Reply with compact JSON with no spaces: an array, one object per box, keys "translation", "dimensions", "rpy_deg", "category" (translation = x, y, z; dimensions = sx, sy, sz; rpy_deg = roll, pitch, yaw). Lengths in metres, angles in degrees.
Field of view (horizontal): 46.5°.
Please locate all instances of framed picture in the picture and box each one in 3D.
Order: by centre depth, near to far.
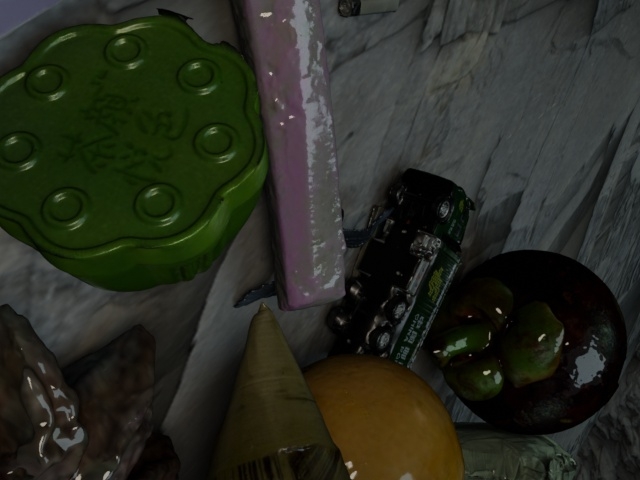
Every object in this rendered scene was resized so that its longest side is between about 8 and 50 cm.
[{"translation":[0.075,0.030,0.963],"dimensions":[0.109,0.011,0.149],"rpy_deg":[5,104,-57],"category":"framed picture"}]

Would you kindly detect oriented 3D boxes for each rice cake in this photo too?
[{"translation":[-0.022,-0.092,0.649],"dimensions":[0.073,0.056,0.364],"rpy_deg":[-15,119,-17],"category":"rice cake"}]

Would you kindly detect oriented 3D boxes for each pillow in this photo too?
[{"translation":[0.260,0.366,1.201],"dimensions":[0.310,0.284,0.138],"rpy_deg":[15,71,-58],"category":"pillow"}]

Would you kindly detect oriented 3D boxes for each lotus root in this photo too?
[{"translation":[-0.120,-0.033,0.515],"dimensions":[0.186,0.186,0.186],"rpy_deg":[-34,135,-42],"category":"lotus root"}]

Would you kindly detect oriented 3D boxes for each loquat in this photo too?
[{"translation":[0.017,0.238,0.773],"dimensions":[0.263,0.263,0.263],"rpy_deg":[-34,135,-42],"category":"loquat"}]

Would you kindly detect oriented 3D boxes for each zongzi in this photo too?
[{"translation":[-0.092,0.239,0.602],"dimensions":[0.274,0.299,0.145],"rpy_deg":[-27,169,16],"category":"zongzi"}]

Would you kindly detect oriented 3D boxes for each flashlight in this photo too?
[{"translation":[0.049,-0.238,0.753],"dimensions":[0.083,0.018,0.018],"rpy_deg":[-25,130,-47],"category":"flashlight"}]

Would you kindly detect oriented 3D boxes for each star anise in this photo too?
[{"translation":[-0.218,0.201,0.532],"dimensions":[0.332,0.118,0.331],"rpy_deg":[-39,143,-37],"category":"star anise"}]

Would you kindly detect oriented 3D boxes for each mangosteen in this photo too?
[{"translation":[0.309,0.154,1.142],"dimensions":[0.311,0.311,0.311],"rpy_deg":[-34,135,-42],"category":"mangosteen"}]

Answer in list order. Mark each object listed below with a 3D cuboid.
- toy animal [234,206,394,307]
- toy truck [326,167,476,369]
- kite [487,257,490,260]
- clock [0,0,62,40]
[{"translation":[0.000,0.000,0.782],"dimensions":[0.220,0.062,0.107],"rpy_deg":[-28,134,-28],"category":"toy animal"},{"translation":[0.100,0.047,0.921],"dimensions":[0.121,0.088,0.259],"rpy_deg":[31,84,-57],"category":"toy truck"},{"translation":[0.302,0.052,1.322],"dimensions":[0.078,0.002,0.044],"rpy_deg":[3,107,-56],"category":"kite"},{"translation":[-0.190,-0.138,0.338],"dimensions":[0.193,0.145,0.073],"rpy_deg":[-47,142,-31],"category":"clock"}]
